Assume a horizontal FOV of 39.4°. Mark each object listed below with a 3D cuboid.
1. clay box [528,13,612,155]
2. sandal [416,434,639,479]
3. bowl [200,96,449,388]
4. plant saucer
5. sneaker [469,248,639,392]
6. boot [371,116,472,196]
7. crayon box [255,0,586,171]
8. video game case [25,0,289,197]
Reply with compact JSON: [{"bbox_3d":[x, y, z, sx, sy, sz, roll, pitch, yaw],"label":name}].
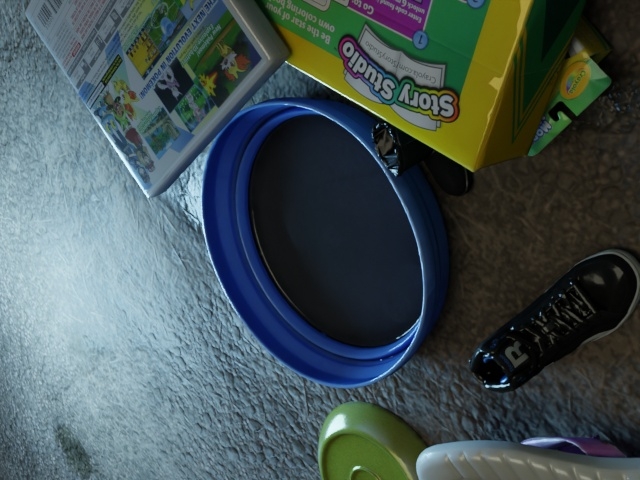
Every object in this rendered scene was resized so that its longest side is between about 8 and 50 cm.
[{"bbox_3d":[0.190,-0.206,0.902,0.222,0.053,0.127,54,135,12],"label":"clay box"},{"bbox_3d":[0.310,0.271,0.985,0.417,0.102,0.169,-2,122,32],"label":"sandal"},{"bbox_3d":[0.000,0.000,1.170,0.391,0.077,0.390,21,123,37],"label":"bowl"},{"bbox_3d":[0.078,0.349,1.286,0.241,0.037,0.240,21,123,37],"label":"plant saucer"},{"bbox_3d":[0.242,0.100,0.945,0.079,0.121,0.217,51,136,13],"label":"sneaker"},{"bbox_3d":[0.113,-0.095,0.997,0.045,0.099,0.121,-14,99,48],"label":"boot"},{"bbox_3d":[0.081,-0.288,0.861,0.363,0.106,0.313,36,128,31],"label":"crayon box"},{"bbox_3d":[-0.208,-0.246,1.049,0.299,0.036,0.329,56,138,3],"label":"video game case"}]
